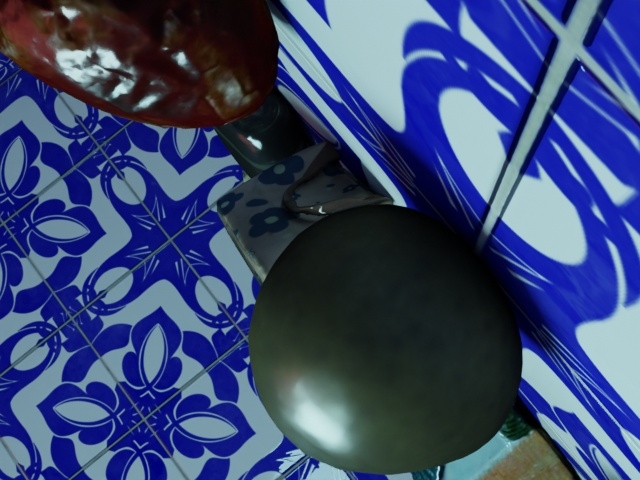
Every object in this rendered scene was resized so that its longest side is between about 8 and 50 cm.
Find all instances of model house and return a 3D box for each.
[{"bbox_3d":[0.233,0.374,1.415,0.253,0.291,0.184,52,173,-19],"label":"model house"}]

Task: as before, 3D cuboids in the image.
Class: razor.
[{"bbox_3d":[-0.070,-0.137,1.411,0.204,0.113,0.349,47,176,34],"label":"razor"}]

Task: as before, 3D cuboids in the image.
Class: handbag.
[{"bbox_3d":[0.000,0.000,1.115,0.190,0.193,0.251,59,176,-37],"label":"handbag"}]

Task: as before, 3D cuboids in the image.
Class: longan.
[{"bbox_3d":[0.061,0.091,0.799,0.258,0.258,0.258,51,179,2],"label":"longan"}]

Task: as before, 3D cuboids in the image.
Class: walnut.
[{"bbox_3d":[-0.167,-0.227,0.767,0.269,0.221,0.244,40,-140,-52],"label":"walnut"}]

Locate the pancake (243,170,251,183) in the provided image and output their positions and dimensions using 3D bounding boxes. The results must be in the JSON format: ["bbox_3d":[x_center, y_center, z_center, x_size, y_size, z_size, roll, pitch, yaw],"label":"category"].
[{"bbox_3d":[-0.055,-0.054,1.788,0.356,0.065,0.356,48,-154,-32],"label":"pancake"}]
